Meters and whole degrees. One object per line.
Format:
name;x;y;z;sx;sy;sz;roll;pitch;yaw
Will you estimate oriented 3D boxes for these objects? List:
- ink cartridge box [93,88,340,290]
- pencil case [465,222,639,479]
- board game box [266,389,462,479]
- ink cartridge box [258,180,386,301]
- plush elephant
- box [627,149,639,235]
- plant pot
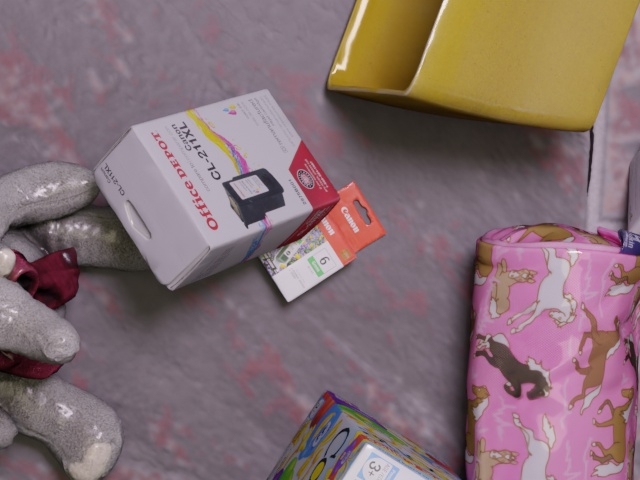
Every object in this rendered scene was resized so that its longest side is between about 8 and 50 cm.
ink cartridge box;-0.087;-0.047;1.276;0.072;0.175;0.127;-42;77;40
pencil case;0.217;0.178;1.346;0.167;0.160;0.386;3;93;20
board game box;0.040;0.240;1.266;0.142;0.275;0.144;33;88;-7
ink cartridge box;0.000;0.000;1.373;0.115;0.029;0.063;-33;95;-3
plush elephant;-0.285;0.047;1.228;0.330;0.255;0.272;22;90;-7
box;0.346;-0.049;1.362;0.101;0.087;0.102;18;48;-7
plant pot;0.154;-0.195;1.303;0.187;0.212;0.212;21;90;-20
